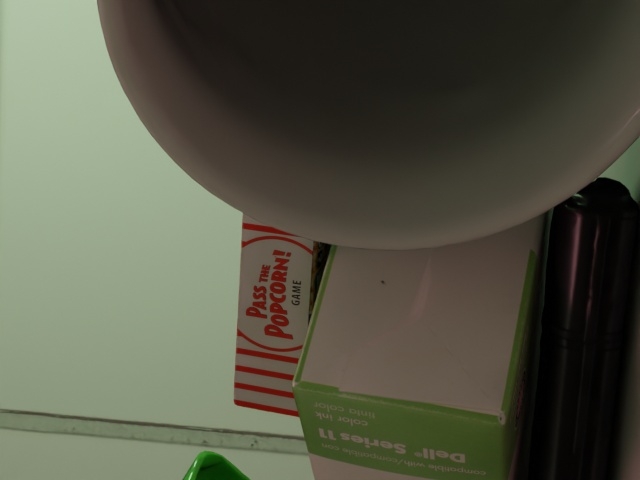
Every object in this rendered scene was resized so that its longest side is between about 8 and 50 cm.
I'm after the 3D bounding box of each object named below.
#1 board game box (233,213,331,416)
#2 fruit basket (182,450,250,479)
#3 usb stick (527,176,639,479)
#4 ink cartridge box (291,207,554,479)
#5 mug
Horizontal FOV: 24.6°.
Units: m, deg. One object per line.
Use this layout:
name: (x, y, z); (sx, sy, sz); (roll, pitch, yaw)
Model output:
board game box: (0.000, 0.000, 0.896); (0.193, 0.045, 0.146); (-49, -34, -67)
fruit basket: (0.024, 0.335, 1.192); (0.283, 0.392, 0.392); (-70, -15, -68)
usb stick: (0.140, 0.104, 0.811); (0.077, 0.045, 0.277); (-83, -3, -79)
ink cartridge box: (0.079, 0.109, 0.932); (0.353, 0.119, 0.207); (80, -158, -52)
mug: (0.048, -0.231, 0.762); (0.328, 0.276, 0.374); (-96, 29, -61)
